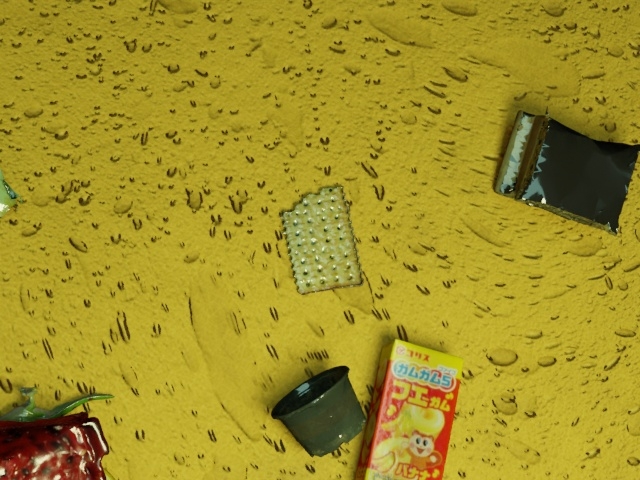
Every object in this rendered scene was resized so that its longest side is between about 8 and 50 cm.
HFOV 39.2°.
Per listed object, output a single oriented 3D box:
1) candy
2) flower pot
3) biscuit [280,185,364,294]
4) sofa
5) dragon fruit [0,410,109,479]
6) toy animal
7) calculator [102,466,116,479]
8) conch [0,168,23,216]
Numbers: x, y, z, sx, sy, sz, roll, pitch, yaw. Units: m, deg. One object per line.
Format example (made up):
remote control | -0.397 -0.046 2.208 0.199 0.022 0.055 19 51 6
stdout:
candy | 0.159 0.330 1.613 0.146 0.088 0.276 18 69 -7
flower pot | 0.007 0.301 1.559 0.157 0.157 0.107 -35 97 -20
biscuit | 0.000 0.000 1.710 0.144 0.016 0.203 -10 77 -16
sofa | 0.496 -0.136 1.818 0.258 0.182 0.200 18 88 -8
dragon fruit | -0.498 0.409 1.418 0.329 0.228 0.286 -30 113 -33
toy animal | -0.457 0.271 1.499 0.217 0.041 0.075 -20 110 -19
calculator | -0.377 0.480 1.467 0.146 0.032 0.235 -13 76 -17
conch | -0.602 -0.106 1.570 0.105 0.079 0.170 -36 91 -5
